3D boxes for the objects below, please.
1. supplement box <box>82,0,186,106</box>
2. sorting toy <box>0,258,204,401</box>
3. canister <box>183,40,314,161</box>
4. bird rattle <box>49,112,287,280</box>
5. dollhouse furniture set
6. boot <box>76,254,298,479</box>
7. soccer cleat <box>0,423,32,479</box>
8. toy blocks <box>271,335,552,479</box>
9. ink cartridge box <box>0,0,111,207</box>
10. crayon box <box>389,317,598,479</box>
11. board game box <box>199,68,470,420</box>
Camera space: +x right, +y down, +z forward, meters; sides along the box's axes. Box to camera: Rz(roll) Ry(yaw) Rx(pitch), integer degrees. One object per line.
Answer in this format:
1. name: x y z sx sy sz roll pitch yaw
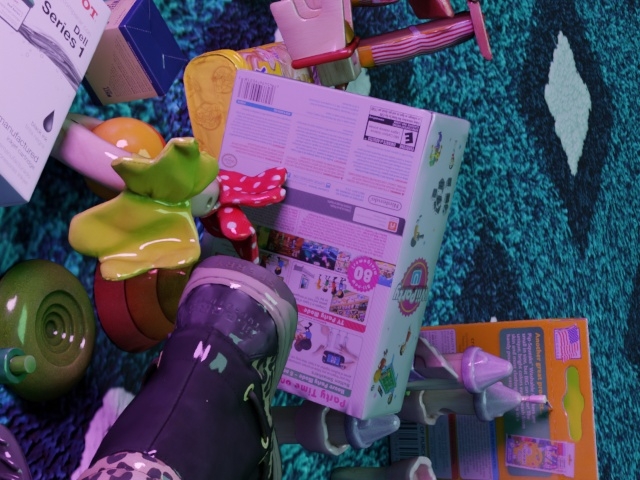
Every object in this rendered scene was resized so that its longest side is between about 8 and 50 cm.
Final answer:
1. supplement box: -0.188 -0.180 1.269 0.083 0.083 0.056 62 37 -34
2. sorting toy: -0.190 0.070 1.183 0.365 0.126 0.127 -23 105 -60
3. canister: -0.071 -0.155 1.483 0.170 0.073 0.126 -28 110 -60
4. bird rattle: -0.145 -0.066 1.217 0.143 0.207 0.253 -64 166 18
5. dollhouse furniture set: 0.083 -0.243 1.531 0.374 0.201 0.152 -68 144 -72
6. boot: -0.126 0.231 1.133 0.284 0.138 0.377 -63 170 -50
7. soccer cleat: -0.255 0.299 1.076 0.116 0.108 0.318 20 59 -85
8. toy blocks: 0.097 0.130 1.538 0.288 0.260 0.309 41 51 -50
9. ink cartridge box: -0.279 -0.159 1.098 0.160 0.092 0.219 53 43 -43
10. crayon box: 0.228 0.204 1.680 0.083 0.323 0.203 2 84 -44
11. board game box: 0.000 0.000 1.345 0.097 0.224 0.303 1 104 -62
